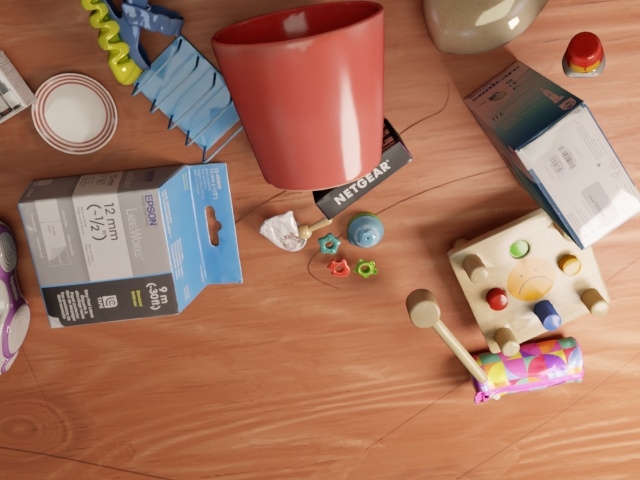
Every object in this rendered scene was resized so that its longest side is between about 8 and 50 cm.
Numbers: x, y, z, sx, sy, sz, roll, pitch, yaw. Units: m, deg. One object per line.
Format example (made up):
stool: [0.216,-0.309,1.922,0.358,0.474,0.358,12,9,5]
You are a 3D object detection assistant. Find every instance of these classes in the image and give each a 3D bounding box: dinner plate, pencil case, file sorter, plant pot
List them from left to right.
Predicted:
dinner plate: [-0.417,-0.216,1.367,0.141,0.017,0.141,-3,115,-6]
file sorter: [-0.213,-0.231,1.332,0.118,0.104,0.170,-42,112,12]
plant pot: [-0.017,-0.224,1.258,0.275,0.275,0.243,-11,115,-1]
pencil case: [0.415,0.265,1.633,0.236,0.104,0.104,-14,116,0]

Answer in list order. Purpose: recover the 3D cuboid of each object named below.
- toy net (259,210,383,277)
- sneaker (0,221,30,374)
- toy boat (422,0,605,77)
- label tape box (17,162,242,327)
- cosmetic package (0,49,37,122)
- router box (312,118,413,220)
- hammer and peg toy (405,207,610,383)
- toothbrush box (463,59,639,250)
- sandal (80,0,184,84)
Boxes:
toy net: [0.000,0.000,1.498,0.232,0.045,0.122,8,116,-8]
sneaker: [-0.620,0.102,1.460,0.152,0.114,0.305,4,111,7]
toy boat: [0.320,-0.370,1.277,0.318,0.148,0.267,44,103,12]
label tape box: [-0.326,0.008,1.428,0.348,0.115,0.249,-5,115,-2]
cosmetic package: [-0.598,-0.208,1.320,0.239,0.060,0.098,-28,109,10]
router box: [0.065,-0.125,1.394,0.179,0.133,0.046,-36,113,12]
hammer and peg toy: [0.351,0.098,1.533,0.361,0.127,0.266,-26,117,6]
toothbrush box: [0.376,-0.151,1.325,0.126,0.295,0.216,-36,114,11]
sandal: [-0.315,-0.408,1.239,0.138,0.126,0.317,-22,123,1]
